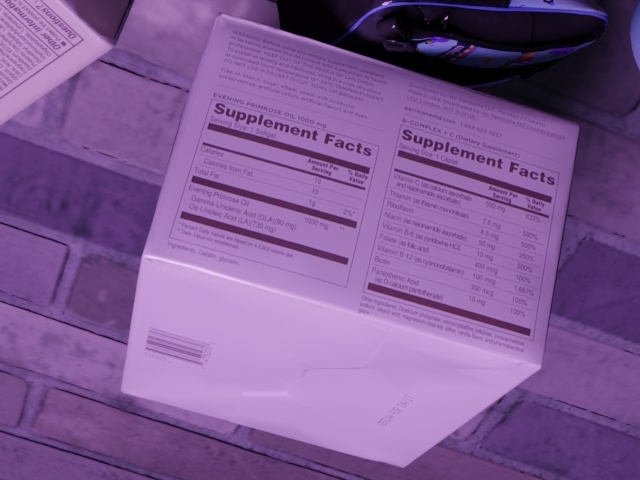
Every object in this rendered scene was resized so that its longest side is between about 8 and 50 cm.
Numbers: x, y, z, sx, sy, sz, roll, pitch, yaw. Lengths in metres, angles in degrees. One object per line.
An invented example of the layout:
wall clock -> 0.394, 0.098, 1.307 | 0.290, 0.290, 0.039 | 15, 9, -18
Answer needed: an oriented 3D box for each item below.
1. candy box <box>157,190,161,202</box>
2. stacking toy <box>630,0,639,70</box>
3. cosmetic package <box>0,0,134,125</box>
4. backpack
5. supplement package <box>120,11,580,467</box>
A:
candy box -> 0.000, 0.000, 0.894 | 0.165, 0.070, 0.196 | -14, 130, 22
stacking toy -> 0.262, -0.157, 0.561 | 0.280, 0.309, 0.130 | 1, 143, -6
cosmetic package -> -0.281, -0.137, 0.779 | 0.309, 0.113, 0.160 | -25, 125, 31
backpack -> 0.073, -0.148, 0.692 | 0.173, 0.116, 0.158 | -4, 173, -26
supplement package -> 0.001, 0.018, 0.702 | 0.204, 0.145, 0.262 | 16, 156, -5
